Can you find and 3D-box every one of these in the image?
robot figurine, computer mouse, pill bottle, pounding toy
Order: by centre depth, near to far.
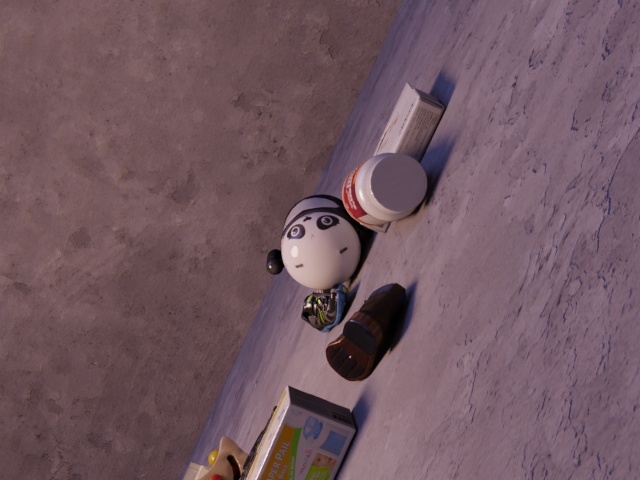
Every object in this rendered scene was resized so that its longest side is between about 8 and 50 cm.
[{"bbox_3d":[0.114,-0.092,1.806,0.221,0.121,0.121,160,133,-81],"label":"pill bottle"},{"bbox_3d":[-0.154,0.507,2.132,0.242,0.041,0.071,-62,6,-19],"label":"computer mouse"},{"bbox_3d":[0.001,-0.003,2.159,0.278,0.174,0.209,-88,23,-74],"label":"robot figurine"},{"bbox_3d":[-0.255,0.584,2.254,0.155,0.154,0.269,121,171,-45],"label":"pounding toy"}]

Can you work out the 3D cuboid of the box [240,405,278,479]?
[{"bbox_3d":[-0.101,0.416,1.871,0.270,0.060,0.216,112,-176,-81],"label":"box"}]

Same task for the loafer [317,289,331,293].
[{"bbox_3d":[0.022,0.086,2.259,0.039,0.045,0.125,-55,9,31],"label":"loafer"}]

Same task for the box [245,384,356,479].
[{"bbox_3d":[-0.040,0.346,1.565,0.103,0.114,0.203,-115,47,-81],"label":"box"}]

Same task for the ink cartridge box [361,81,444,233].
[{"bbox_3d":[0.153,-0.172,2.042,0.239,0.060,0.275,-88,22,-74],"label":"ink cartridge box"}]

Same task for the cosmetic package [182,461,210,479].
[{"bbox_3d":[-0.288,0.641,2.499,0.309,0.113,0.160,138,155,-75],"label":"cosmetic package"}]

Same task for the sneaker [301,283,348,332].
[{"bbox_3d":[0.005,0.137,2.064,0.188,0.078,0.067,128,164,-62],"label":"sneaker"}]

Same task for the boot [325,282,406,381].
[{"bbox_3d":[0.077,0.148,1.606,0.106,0.082,0.219,-46,-8,-28],"label":"boot"}]
